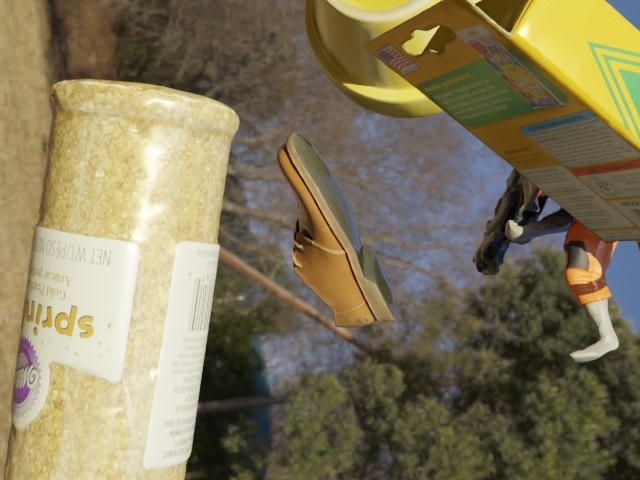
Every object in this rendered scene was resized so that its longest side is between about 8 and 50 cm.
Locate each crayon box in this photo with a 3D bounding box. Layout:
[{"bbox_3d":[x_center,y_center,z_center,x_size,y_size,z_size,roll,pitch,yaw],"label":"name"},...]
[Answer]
[{"bbox_3d":[0.216,-0.122,0.875,0.083,0.323,0.203,-57,-165,-11],"label":"crayon box"}]

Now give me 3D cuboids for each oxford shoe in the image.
[{"bbox_3d":[0.000,0.000,0.929,0.076,0.076,0.212,-78,146,-61],"label":"oxford shoe"}]

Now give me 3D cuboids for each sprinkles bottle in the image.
[{"bbox_3d":[-0.133,0.084,0.624,0.121,0.121,0.356,-170,-92,-74],"label":"sprinkles bottle"}]

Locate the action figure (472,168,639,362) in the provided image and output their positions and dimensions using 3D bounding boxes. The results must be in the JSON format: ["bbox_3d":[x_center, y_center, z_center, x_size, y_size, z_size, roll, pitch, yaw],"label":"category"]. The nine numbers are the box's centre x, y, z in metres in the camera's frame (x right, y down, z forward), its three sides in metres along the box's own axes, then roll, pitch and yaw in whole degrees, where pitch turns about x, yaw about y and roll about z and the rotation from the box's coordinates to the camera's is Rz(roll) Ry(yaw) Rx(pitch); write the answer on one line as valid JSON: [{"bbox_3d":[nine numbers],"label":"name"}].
[{"bbox_3d":[0.313,-0.027,1.166,0.341,0.178,0.330,112,-27,-55],"label":"action figure"}]

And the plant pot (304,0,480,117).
[{"bbox_3d":[0.092,-0.298,1.182,0.239,0.253,0.254,36,43,-74],"label":"plant pot"}]
